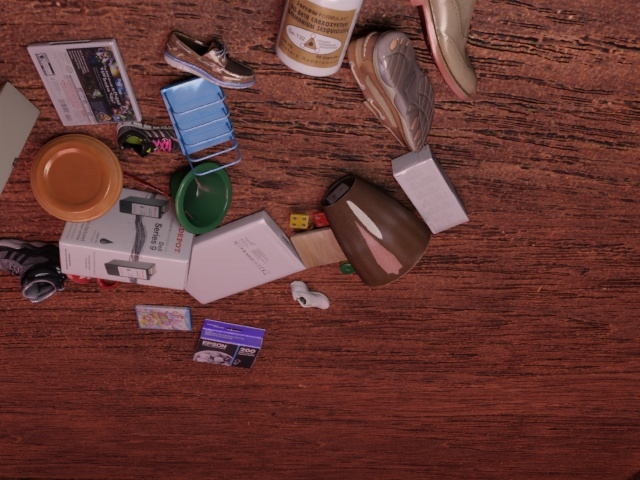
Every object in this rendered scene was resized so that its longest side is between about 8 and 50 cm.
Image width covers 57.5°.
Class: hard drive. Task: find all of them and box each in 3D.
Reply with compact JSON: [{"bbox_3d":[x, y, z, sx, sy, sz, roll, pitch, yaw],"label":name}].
[{"bbox_3d":[-0.247,0.056,1.618,0.353,0.047,0.233,-20,135,20],"label":"hard drive"}]

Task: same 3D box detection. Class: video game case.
[{"bbox_3d":[-0.481,-0.323,1.206,0.173,0.022,0.190,-2,138,2],"label":"video game case"},{"bbox_3d":[-0.496,0.246,1.851,0.166,0.015,0.119,3,138,-5],"label":"video game case"}]

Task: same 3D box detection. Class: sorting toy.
[{"bbox_3d":[0.000,0.000,1.558,0.132,0.046,0.274,-12,138,13],"label":"sorting toy"}]

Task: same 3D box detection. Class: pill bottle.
[{"bbox_3d":[0.006,-0.419,1.023,0.131,0.131,0.229,10,137,-12],"label":"pill bottle"}]

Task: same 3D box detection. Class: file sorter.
[{"bbox_3d":[-0.243,-0.238,1.217,0.118,0.104,0.170,-21,140,-11],"label":"file sorter"}]

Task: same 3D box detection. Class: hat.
[{"bbox_3d":[-0.344,-0.131,1.407,0.183,0.173,0.208,21,154,31],"label":"hat"}]

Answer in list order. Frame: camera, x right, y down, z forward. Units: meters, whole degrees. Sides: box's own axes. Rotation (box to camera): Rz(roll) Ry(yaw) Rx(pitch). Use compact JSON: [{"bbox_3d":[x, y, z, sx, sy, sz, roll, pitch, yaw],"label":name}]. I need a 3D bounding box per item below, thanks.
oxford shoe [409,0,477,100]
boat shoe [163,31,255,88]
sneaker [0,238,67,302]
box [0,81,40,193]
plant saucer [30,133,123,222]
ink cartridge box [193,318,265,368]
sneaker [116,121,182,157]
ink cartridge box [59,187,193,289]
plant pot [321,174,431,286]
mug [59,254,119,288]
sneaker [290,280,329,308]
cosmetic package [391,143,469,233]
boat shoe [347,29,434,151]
[{"bbox_3d":[0.243,-0.405,1.054,0.130,0.123,0.348,-23,135,15],"label":"oxford shoe"},{"bbox_3d":[-0.212,-0.354,1.142,0.183,0.066,0.066,13,135,-15],"label":"boat shoe"},{"bbox_3d":[-0.797,0.082,1.557,0.268,0.153,0.101,1,138,-2],"label":"sneaker"},{"bbox_3d":[-0.670,-0.186,1.165,0.113,0.275,0.094,-19,136,21],"label":"box"},{"bbox_3d":[-0.545,-0.140,1.300,0.200,0.200,0.037,6,180,-8],"label":"plant saucer"},{"bbox_3d":[-0.307,0.351,1.952,0.206,0.045,0.208,12,136,-13],"label":"ink cartridge box"},{"bbox_3d":[-0.369,-0.215,1.289,0.170,0.075,0.063,10,137,-12],"label":"sneaker"},{"bbox_3d":[-0.453,-0.013,1.415,0.289,0.211,0.121,9,137,-12],"label":"ink cartridge box"},{"bbox_3d":[0.114,-0.041,1.417,0.215,0.215,0.230,-31,117,29],"label":"plant pot"},{"bbox_3d":[-0.576,0.039,1.553,0.169,0.113,0.150,-28,136,21],"label":"mug"},{"bbox_3d":[-0.033,0.179,1.750,0.152,0.061,0.053,31,127,-33],"label":"sneaker"},{"bbox_3d":[0.269,-0.120,1.417,0.099,0.060,0.239,-23,134,21],"label":"cosmetic package"},{"bbox_3d":[0.147,-0.301,1.189,0.116,0.123,0.324,17,158,32],"label":"boat shoe"}]
